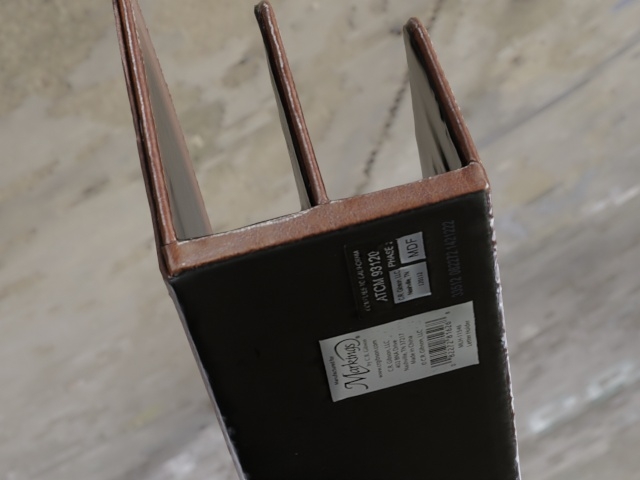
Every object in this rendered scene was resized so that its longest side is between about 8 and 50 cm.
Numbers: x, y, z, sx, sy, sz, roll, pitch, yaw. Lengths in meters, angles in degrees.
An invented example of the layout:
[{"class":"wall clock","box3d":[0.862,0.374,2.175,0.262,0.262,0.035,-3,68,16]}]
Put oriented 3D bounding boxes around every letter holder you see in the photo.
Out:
[{"class":"letter holder","box3d":[0.000,0.000,0.975,0.152,0.214,0.302,-15,144,-1]}]
